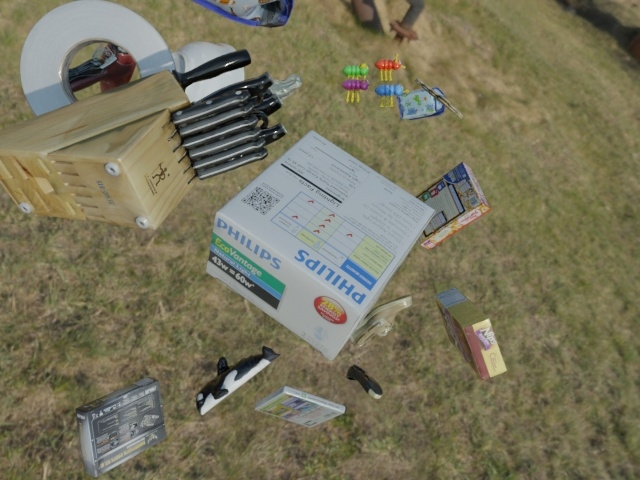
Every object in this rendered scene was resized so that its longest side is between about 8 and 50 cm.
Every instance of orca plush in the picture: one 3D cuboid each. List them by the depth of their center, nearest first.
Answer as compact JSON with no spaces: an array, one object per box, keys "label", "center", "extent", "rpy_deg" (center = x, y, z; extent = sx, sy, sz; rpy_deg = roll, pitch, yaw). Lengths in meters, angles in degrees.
[{"label":"orca plush","center":[-0.258,0.373,1.570],"extent":[0.102,0.287,0.151],"rpy_deg":[53,23,9]}]

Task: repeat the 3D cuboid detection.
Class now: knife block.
[{"label":"knife block","center":[-0.185,-0.126,0.607],"extent":[0.276,0.088,0.242],"rpy_deg":[7,45,22]}]

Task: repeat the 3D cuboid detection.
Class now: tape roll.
[{"label":"tape roll","center":[-0.333,-0.248,0.845],"extent":[0.219,0.219,0.072],"rpy_deg":[17,11,-20]}]

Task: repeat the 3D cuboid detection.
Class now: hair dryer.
[{"label":"hair dryer","center":[-0.529,-0.393,1.276],"extent":[0.080,0.224,0.293],"rpy_deg":[52,-2,6]}]

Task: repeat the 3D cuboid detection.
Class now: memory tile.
[{"label":"memory tile","center":[0.318,-0.382,1.476],"extent":[0.113,0.012,0.148],"rpy_deg":[23,24,-43]}]

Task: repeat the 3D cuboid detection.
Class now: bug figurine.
[{"label":"bug figurine","center":[0.177,-0.536,1.822],"extent":[0.216,0.072,0.279],"rpy_deg":[-2,41,6]}]

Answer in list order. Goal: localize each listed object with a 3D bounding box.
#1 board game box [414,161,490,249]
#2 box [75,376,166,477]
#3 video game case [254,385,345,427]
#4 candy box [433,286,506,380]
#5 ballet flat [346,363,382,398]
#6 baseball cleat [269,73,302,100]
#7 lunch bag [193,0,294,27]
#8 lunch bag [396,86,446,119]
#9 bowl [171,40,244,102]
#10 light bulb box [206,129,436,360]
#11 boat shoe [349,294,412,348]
[{"label":"board game box","center":[0.325,-0.089,1.430],"extent":[0.045,0.193,0.146],"rpy_deg":[25,41,-41]},{"label":"box","center":[-0.538,0.502,1.506],"extent":[0.056,0.183,0.231],"rpy_deg":[3,12,36]},{"label":"video game case","center":[-0.064,0.481,1.584],"extent":[0.193,0.212,0.023],"rpy_deg":[24,53,-18]},{"label":"candy box","center":[0.275,0.169,1.033],"extent":[0.186,0.053,0.109],"rpy_deg":[-104,172,-78]},{"label":"ballet flat","center":[0.122,0.395,1.515],"extent":[0.057,0.049,0.173],"rpy_deg":[29,0,-22]},{"label":"baseball cleat","center":[-0.145,-0.537,1.993],"extent":[0.072,0.109,0.206],"rpy_deg":[51,44,5]},{"label":"lunch bag","center":[-0.194,-0.747,1.385],"extent":[0.385,0.239,0.327],"rpy_deg":[-9,94,-69]},{"label":"lunch bag","center":[0.335,-0.451,1.811],"extent":[0.129,0.096,0.151],"rpy_deg":[-5,16,25]},{"label":"bowl","center":[-0.354,-0.413,1.478],"extent":[0.134,0.298,0.298],"rpy_deg":[17,36,-50]},{"label":"light bulb box","center":[0.000,0.000,1.229],"extent":[0.358,0.225,0.361],"rpy_deg":[34,51,9]},{"label":"boat shoe","center":[0.215,0.288,1.946],"extent":[0.109,0.302,0.098],"rpy_deg":[-8,66,-55]}]
